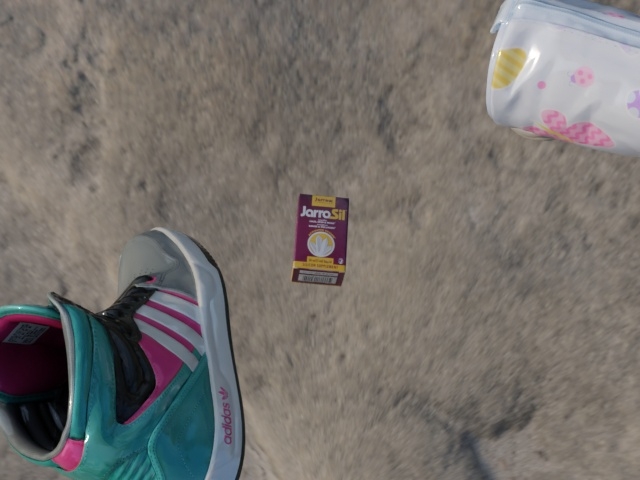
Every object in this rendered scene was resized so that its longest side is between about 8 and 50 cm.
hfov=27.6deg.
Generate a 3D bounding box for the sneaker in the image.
[{"bbox_3d":[-0.169,0.076,0.982,0.178,0.296,0.124,21,119,-28],"label":"sneaker"}]

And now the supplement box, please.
[{"bbox_3d":[0.000,0.000,1.322,0.054,0.043,0.083,4,66,-3],"label":"supplement box"}]

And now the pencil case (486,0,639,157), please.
[{"bbox_3d":[0.262,-0.113,0.982,0.273,0.124,0.114,17,76,23],"label":"pencil case"}]

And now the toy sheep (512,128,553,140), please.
[{"bbox_3d":[0.210,-0.135,1.211,0.091,0.132,0.091,4,101,24],"label":"toy sheep"}]
